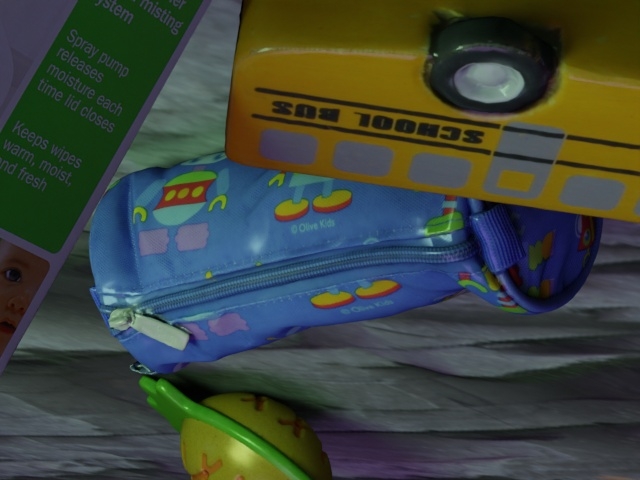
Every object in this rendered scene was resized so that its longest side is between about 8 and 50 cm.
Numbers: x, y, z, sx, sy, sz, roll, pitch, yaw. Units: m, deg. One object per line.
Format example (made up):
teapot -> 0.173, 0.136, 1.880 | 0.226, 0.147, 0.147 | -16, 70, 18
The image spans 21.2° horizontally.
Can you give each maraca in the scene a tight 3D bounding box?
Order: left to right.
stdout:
maraca -> -0.068, 0.167, 1.376 | 0.185, 0.099, 0.127 | 31, 158, 17

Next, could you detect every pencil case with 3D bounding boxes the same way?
pencil case -> 0.000, 0.000, 0.950 | 0.306, 0.133, 0.119 | -11, 115, 36

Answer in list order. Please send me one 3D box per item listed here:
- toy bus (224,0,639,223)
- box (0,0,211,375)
toy bus -> 0.131, -0.078, 0.735 | 0.332, 0.108, 0.130 | 8, 150, -2
box -> -0.180, -0.109, 0.613 | 0.126, 0.231, 0.262 | 29, 177, 40
